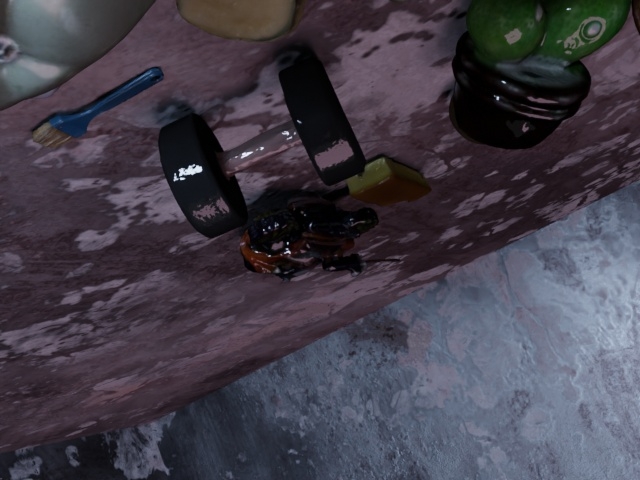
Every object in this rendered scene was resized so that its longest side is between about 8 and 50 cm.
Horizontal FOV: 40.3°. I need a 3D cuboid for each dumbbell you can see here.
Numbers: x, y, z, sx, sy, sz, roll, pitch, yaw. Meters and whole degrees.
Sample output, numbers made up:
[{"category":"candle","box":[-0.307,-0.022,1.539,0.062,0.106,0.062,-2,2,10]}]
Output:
[{"category":"dumbbell","box":[-0.070,-0.111,1.054,0.218,0.152,0.152,-24,165,6]}]

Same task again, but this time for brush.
[{"category":"brush","box":[-0.241,-0.145,0.955,0.164,0.014,0.051,-26,166,12]}]

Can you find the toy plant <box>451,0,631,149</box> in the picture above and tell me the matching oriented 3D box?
[{"category":"toy plant","box":[0.269,-0.238,1.105,0.218,0.175,0.235,-8,135,-27]}]

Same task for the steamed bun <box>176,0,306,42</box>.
[{"category":"steamed bun","box":[-0.070,-0.249,0.629,0.192,0.106,0.177,15,144,-7]}]

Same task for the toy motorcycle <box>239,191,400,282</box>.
[{"category":"toy motorcycle","box":[0.000,0.000,1.586,0.401,0.134,0.207,-6,158,-44]}]

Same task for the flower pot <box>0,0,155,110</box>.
[{"category":"flower pot","box":[-0.191,-0.191,0.440,0.246,0.246,0.195,-26,133,12]}]

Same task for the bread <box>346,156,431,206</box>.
[{"category":"bread","box":[0.126,-0.100,1.578,0.088,0.049,0.226,-28,165,19]}]

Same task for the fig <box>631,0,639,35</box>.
[{"category":"fig","box":[0.494,-0.303,1.078,0.224,0.224,0.263,-31,-161,30]}]

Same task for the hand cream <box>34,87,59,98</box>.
[{"category":"hand cream","box":[-0.333,-0.146,0.751,0.255,0.048,0.079,-11,160,-40]}]

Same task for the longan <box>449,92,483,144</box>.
[{"category":"longan","box":[0.249,-0.192,1.319,0.106,0.106,0.119,-31,132,31]}]
